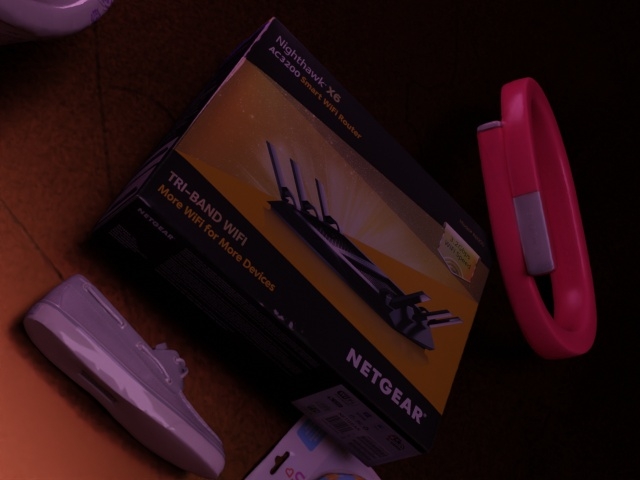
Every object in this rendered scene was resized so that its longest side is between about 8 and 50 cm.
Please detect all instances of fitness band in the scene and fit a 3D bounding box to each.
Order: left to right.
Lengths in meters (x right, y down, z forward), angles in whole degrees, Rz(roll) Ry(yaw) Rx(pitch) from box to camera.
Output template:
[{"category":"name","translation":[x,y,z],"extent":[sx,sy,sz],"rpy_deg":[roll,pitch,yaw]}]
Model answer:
[{"category":"fitness band","translation":[0.226,-0.023,0.911],"extent":[0.209,0.054,0.291],"rpy_deg":[22,59,-60]}]

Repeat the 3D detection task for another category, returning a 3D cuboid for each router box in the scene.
[{"category":"router box","translation":[0.000,0.000,0.748],"extent":[0.309,0.081,0.243],"rpy_deg":[43,48,-18]}]

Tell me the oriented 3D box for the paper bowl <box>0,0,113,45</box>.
[{"category":"paper bowl","translation":[-0.251,-0.269,0.579],"extent":[0.284,0.148,0.284],"rpy_deg":[-3,90,-71]}]

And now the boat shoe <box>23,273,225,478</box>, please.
[{"category":"boat shoe","translation":[-0.132,0.100,0.653],"extent":[0.184,0.066,0.063],"rpy_deg":[42,56,-7]}]

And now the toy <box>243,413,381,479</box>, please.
[{"category":"toy","translation":[0.040,0.263,0.726],"extent":[0.137,0.056,0.237],"rpy_deg":[-42,101,-39]}]
